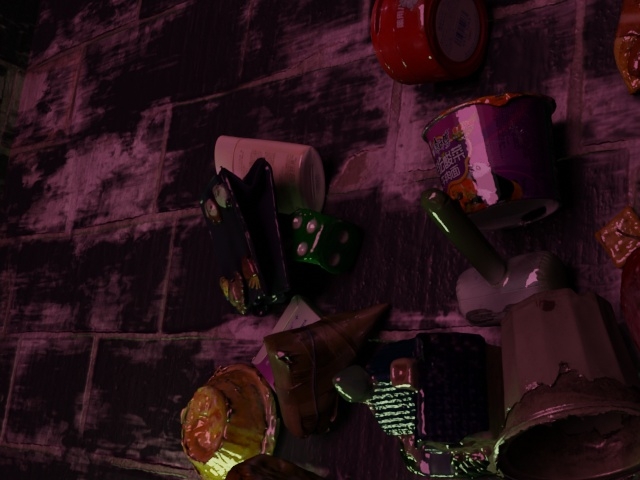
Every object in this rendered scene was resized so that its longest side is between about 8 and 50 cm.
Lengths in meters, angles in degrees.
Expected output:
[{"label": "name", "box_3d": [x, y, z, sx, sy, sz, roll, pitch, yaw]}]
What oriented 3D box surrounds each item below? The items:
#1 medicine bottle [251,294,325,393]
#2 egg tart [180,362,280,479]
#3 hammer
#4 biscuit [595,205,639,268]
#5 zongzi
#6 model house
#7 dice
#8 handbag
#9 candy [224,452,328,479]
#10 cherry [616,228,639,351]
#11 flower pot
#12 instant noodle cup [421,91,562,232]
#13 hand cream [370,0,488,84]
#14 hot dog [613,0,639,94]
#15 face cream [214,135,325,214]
[{"label": "medicine bottle", "box_3d": [-0.049, 0.245, 2.112, 0.201, 0.052, 0.171, -57, 44, 12]}, {"label": "egg tart", "box_3d": [-0.225, 0.427, 2.179, 0.315, 0.120, 0.315, -18, 64, 42]}, {"label": "hammer", "box_3d": [0.277, 0.019, 1.655, 0.206, 0.335, 0.119, -16, 38, 40]}, {"label": "biscuit", "box_3d": [0.517, -0.006, 1.633, 0.081, 0.018, 0.083, -44, 49, 26]}, {"label": "zongzi", "box_3d": [0.036, 0.271, 1.990, 0.125, 0.274, 0.251, -138, 34, -57]}, {"label": "model house", "box_3d": [0.193, 0.278, 1.687, 0.298, 0.284, 0.243, -16, 60, 42]}, {"label": "dice", "box_3d": [0.000, 0.000, 2.086, 0.128, 0.131, 0.120, 19, 90, 49]}, {"label": "handbag", "box_3d": [-0.170, 0.006, 2.146, 0.303, 0.122, 0.329, 145, 114, -70]}, {"label": "candy", "box_3d": [-0.069, 0.514, 1.888, 0.260, 0.260, 0.118, 18, 97, 48]}, {"label": "cherry", "box_3d": [0.545, 0.098, 1.453, 0.192, 0.175, 0.250, -9, 71, 54]}, {"label": "flower pot", "box_3d": [0.390, 0.229, 1.518, 0.290, 0.290, 0.259, -33, 44, 34]}, {"label": "instant noodle cup", "box_3d": [0.323, -0.131, 1.733, 0.251, 0.251, 0.190, -22, 70, 40]}, {"label": "hand cream", "box_3d": [0.225, -0.429, 1.938, 0.149, 0.230, 0.230, 5, 80, 43]}, {"label": "hot dog", "box_3d": [0.574, -0.386, 1.652, 0.123, 0.093, 0.261, 8, 82, 48]}, {"label": "face cream", "box_3d": [-0.129, -0.155, 2.293, 0.348, 0.081, 0.173, 12, 112, 48]}]
